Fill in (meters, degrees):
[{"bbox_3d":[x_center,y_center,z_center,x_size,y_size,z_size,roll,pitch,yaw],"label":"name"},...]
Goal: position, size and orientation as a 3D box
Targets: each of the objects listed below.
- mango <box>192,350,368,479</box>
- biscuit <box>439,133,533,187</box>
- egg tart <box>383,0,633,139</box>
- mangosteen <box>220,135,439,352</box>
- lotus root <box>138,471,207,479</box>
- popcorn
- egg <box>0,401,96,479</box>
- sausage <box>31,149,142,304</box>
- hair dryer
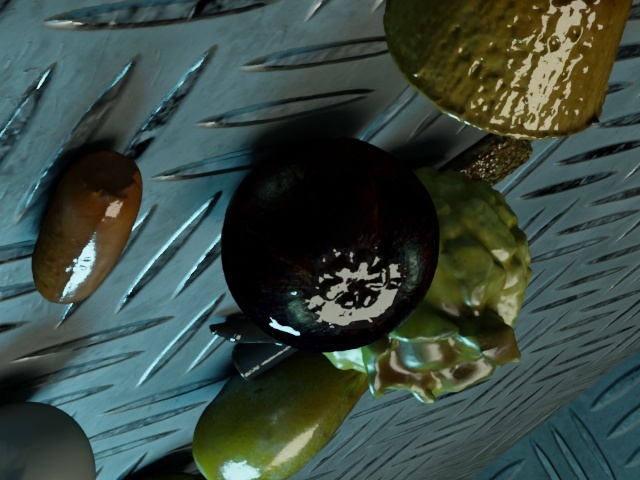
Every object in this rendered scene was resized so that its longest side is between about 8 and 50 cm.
[{"bbox_3d":[-0.032,0.205,2.129,0.316,0.146,0.193,-41,-167,1],"label":"mango"},{"bbox_3d":[0.147,-0.053,1.920,0.231,0.025,0.131,-35,163,17],"label":"biscuit"},{"bbox_3d":[0.165,-0.192,1.287,0.203,0.202,0.147,-18,150,-36],"label":"egg tart"},{"bbox_3d":[0.009,-0.001,1.570,0.216,0.216,0.216,-28,163,-9],"label":"mangosteen"},{"bbox_3d":[-0.250,0.430,2.434,0.260,0.149,0.267,-43,141,24],"label":"lotus root"},{"bbox_3d":[0.107,0.045,1.784,0.224,0.270,0.257,-7,108,-51],"label":"popcorn"},{"bbox_3d":[-0.334,0.268,1.762,0.176,0.176,0.232,-14,157,-43],"label":"egg"},{"bbox_3d":[-0.202,-0.006,1.388,0.076,0.076,0.197,-20,162,-31],"label":"sausage"},{"bbox_3d":[-0.059,0.100,1.984,0.173,0.050,0.195,-35,159,11],"label":"hair dryer"}]
